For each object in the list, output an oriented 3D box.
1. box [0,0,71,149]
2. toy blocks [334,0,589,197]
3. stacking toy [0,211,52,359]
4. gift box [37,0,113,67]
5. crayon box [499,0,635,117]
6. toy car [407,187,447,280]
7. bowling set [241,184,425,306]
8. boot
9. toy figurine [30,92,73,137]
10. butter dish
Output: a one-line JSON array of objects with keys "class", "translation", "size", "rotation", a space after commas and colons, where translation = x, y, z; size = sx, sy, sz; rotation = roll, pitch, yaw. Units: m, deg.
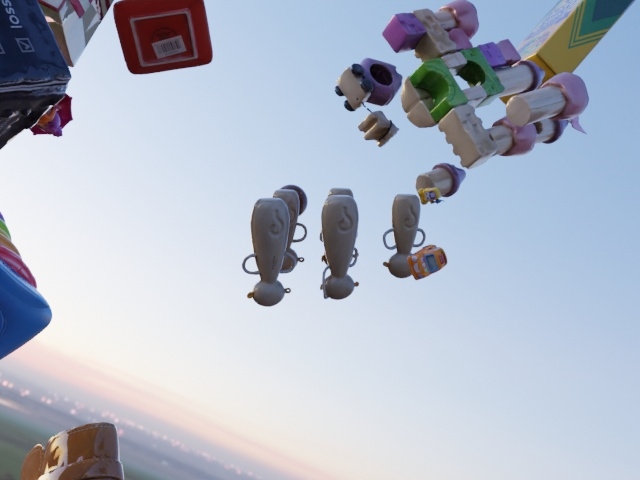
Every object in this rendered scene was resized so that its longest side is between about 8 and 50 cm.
[{"class": "box", "translation": [-0.534, -0.245, 0.664], "size": [0.297, 0.480, 0.471], "rotation": [-27, -4, 35]}, {"class": "toy blocks", "translation": [0.246, -0.244, 1.358], "size": [0.289, 0.260, 0.309], "rotation": [60, -39, 12]}, {"class": "stacking toy", "translation": [-0.454, 0.008, 1.123], "size": [0.175, 0.165, 0.302], "rotation": [53, 6, -41]}, {"class": "gift box", "translation": [-0.411, -0.409, 1.267], "size": [0.255, 0.277, 0.258], "rotation": [22, -14, -5]}, {"class": "crayon box", "translation": [0.460, -0.380, 1.736], "size": [0.083, 0.323, 0.203], "rotation": [44, -16, -9]}, {"class": "toy car", "translation": [0.138, -0.012, 1.133], "size": [0.040, 0.122, 0.060], "rotation": [-12, -8, 44]}, {"class": "bowling set", "translation": [0.000, 0.000, 1.335], "size": [0.286, 0.154, 0.200], "rotation": [-2, 11, -21]}, {"class": "boot", "translation": [-0.181, 0.263, 0.751], "size": [0.283, 0.220, 0.109], "rotation": [-26, -44, 33]}, {"class": "toy figurine", "translation": [-0.400, -0.203, 1.244], "size": [0.173, 0.130, 0.159], "rotation": [53, -7, 34]}, {"class": "butter dish", "translation": [-0.285, -0.395, 1.592], "size": [0.160, 0.118, 0.160], "rotation": [-10, -43, -6]}]
